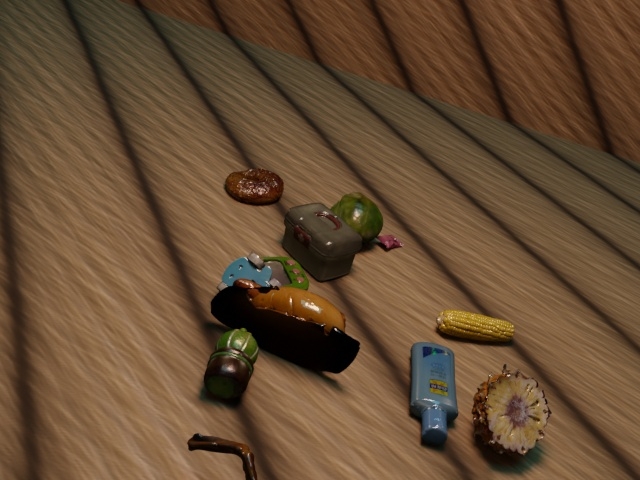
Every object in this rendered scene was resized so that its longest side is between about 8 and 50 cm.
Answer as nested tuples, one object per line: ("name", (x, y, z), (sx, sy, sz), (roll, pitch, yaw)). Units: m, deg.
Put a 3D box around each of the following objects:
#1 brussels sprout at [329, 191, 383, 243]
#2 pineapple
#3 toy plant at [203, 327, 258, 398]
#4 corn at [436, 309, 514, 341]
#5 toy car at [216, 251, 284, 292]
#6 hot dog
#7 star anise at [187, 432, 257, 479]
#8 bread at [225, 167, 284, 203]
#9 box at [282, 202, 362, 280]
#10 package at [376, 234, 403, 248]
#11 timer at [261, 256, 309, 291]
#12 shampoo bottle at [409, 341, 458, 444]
("brussels sprout", (0.100, -0.059, 1.828), (0.161, 0.144, 0.180), (-11, 37, 25))
("pineapple", (0.371, 0.356, 1.317), (0.161, 0.137, 0.176), (16, 70, -17))
("toy plant", (-0.178, 0.243, 1.288), (0.093, 0.093, 0.162), (15, 32, 1))
("corn", (0.387, 0.216, 1.584), (0.206, 0.067, 0.067), (11, 32, -12))
("toy car", (-0.155, 0.116, 1.499), (0.161, 0.098, 0.126), (42, 80, 2))
("hot dog", (-0.062, 0.157, 1.374), (0.326, 0.194, 0.107), (32, 40, 3))
("star anise", (-0.118, 0.444, 0.955), (0.237, 0.148, 0.346), (-8, 48, -35))
("bread", (-0.201, -0.174, 1.950), (0.193, 0.064, 0.193), (8, 31, -5))
("box", (0.000, 0.000, 1.699), (0.148, 0.129, 0.210), (-14, 41, -37))
("package", (0.203, 0.002, 1.874), (0.083, 0.029, 0.059), (-7, 41, -45))
("timer", (-0.101, 0.093, 1.592), (0.128, 0.047, 0.140), (0, 35, -25))
("shampoo bottle", (0.244, 0.326, 1.361), (0.104, 0.061, 0.258), (14, 32, 0))
